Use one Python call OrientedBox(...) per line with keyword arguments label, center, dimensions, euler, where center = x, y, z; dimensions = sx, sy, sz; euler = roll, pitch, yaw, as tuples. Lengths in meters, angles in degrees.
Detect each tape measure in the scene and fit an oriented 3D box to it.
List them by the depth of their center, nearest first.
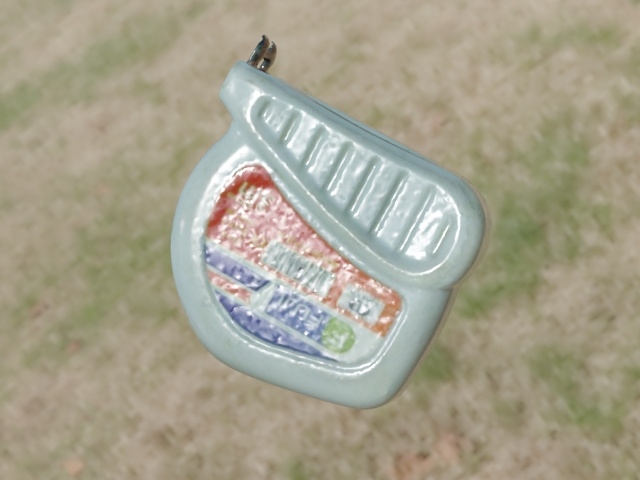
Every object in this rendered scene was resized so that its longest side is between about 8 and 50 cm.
OrientedBox(label="tape measure", center=(0.001, -0.001, 1.363), dimensions=(0.246, 0.243, 0.125), euler=(-61, -10, 7))
